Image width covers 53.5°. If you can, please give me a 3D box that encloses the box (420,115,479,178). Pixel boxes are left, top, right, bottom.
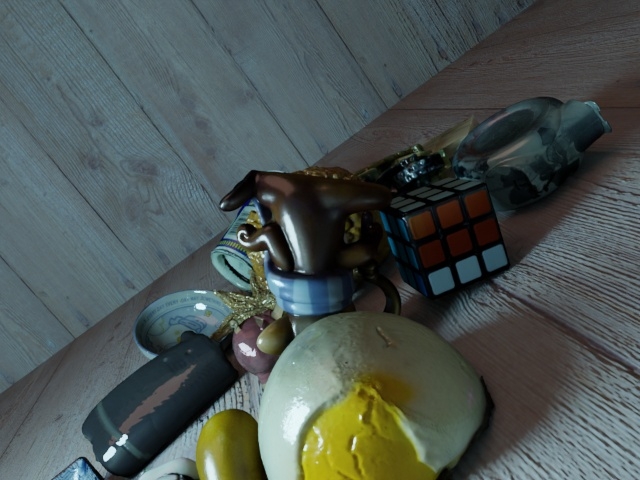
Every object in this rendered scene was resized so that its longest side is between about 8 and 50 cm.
[{"bbox_3d":[0.339,-0.230,1.728,0.212,0.095,0.168,-27,19,30],"label":"box"}]

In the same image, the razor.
[{"bbox_3d":[-0.354,0.348,1.407,0.349,0.113,0.204,-41,39,-20],"label":"razor"}]

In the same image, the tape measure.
[{"bbox_3d":[0.409,-0.172,1.296,0.256,0.147,0.275,-40,19,-8],"label":"tape measure"}]

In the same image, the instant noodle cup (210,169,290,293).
[{"bbox_3d":[-0.163,-0.013,1.926,0.284,0.284,0.312,-15,33,54],"label":"instant noodle cup"}]

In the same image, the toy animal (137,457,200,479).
[{"bbox_3d":[-0.238,0.412,0.957,0.166,0.138,0.179,-32,15,-11],"label":"toy animal"}]

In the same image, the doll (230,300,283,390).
[{"bbox_3d":[-0.047,0.171,1.257,0.256,0.196,0.152,-41,-22,-4],"label":"doll"}]

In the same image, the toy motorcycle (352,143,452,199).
[{"bbox_3d":[0.153,-0.113,1.613,0.410,0.168,0.237,-28,-2,34],"label":"toy motorcycle"}]

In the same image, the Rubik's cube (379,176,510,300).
[{"bbox_3d":[0.216,-0.010,1.126,0.163,0.160,0.162,-22,12,-9],"label":"Rubik's cube"}]

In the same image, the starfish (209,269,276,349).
[{"bbox_3d":[-0.187,0.175,1.649,0.299,0.060,0.302,-31,30,-7],"label":"starfish"}]

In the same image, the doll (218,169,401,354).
[{"bbox_3d":[-0.004,0.043,1.075,0.318,0.339,0.209,-5,2,-14],"label":"doll"}]

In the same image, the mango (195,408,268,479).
[{"bbox_3d":[-0.116,0.341,0.896,0.099,0.136,0.227,-22,38,-3],"label":"mango"}]

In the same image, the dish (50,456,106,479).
[{"bbox_3d":[-0.485,0.535,1.224,0.182,0.080,0.243,-38,21,-28],"label":"dish"}]

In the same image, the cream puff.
[{"bbox_3d":[0.000,0.000,1.429,0.343,0.326,0.231,4,17,1],"label":"cream puff"}]

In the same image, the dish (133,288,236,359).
[{"bbox_3d":[-0.349,0.263,1.701,0.274,0.133,0.273,-3,33,2],"label":"dish"}]

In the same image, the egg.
[{"bbox_3d":[0.036,0.201,0.844,0.337,0.201,0.337,-27,20,11],"label":"egg"}]
